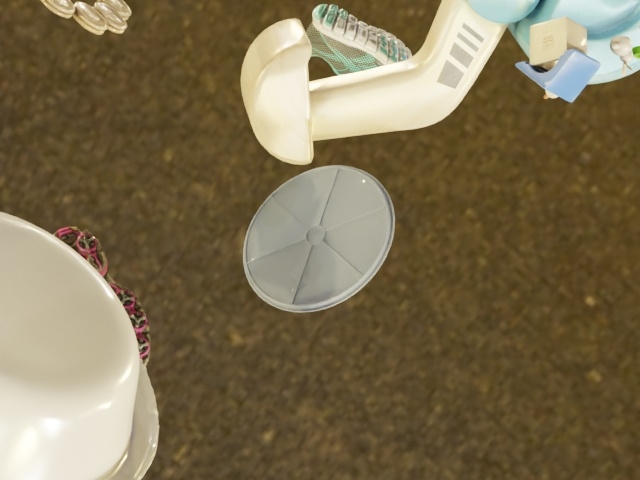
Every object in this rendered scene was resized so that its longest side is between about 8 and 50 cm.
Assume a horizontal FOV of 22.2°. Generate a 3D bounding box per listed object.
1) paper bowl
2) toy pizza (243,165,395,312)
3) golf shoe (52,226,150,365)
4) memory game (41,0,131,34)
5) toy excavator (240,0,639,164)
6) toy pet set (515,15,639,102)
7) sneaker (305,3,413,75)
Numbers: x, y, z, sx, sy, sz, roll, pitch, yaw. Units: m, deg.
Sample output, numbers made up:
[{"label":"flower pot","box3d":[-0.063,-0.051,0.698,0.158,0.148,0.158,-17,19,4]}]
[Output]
[{"label":"paper bowl","box3d":[-0.243,0.088,1.149,0.284,0.148,0.284,29,29,-18]},{"label":"toy pizza","box3d":[0.000,0.000,1.980,0.032,0.201,0.201,49,20,-52]},{"label":"golf shoe","box3d":[-0.238,0.077,1.763,0.067,0.086,0.186,-18,63,-26]},{"label":"memory game","box3d":[-0.249,-0.252,1.487,0.186,0.012,0.186,36,21,-16]},{"label":"toy excavator","box3d":[0.186,-0.236,1.604,0.433,0.445,0.222,16,22,-18]},{"label":"toy pet set","box3d":[0.237,-0.149,1.436,0.114,0.122,0.065,19,67,-46]},{"label":"sneaker","box3d":[0.050,-0.241,2.124,0.166,0.076,0.065,29,39,-13]}]
